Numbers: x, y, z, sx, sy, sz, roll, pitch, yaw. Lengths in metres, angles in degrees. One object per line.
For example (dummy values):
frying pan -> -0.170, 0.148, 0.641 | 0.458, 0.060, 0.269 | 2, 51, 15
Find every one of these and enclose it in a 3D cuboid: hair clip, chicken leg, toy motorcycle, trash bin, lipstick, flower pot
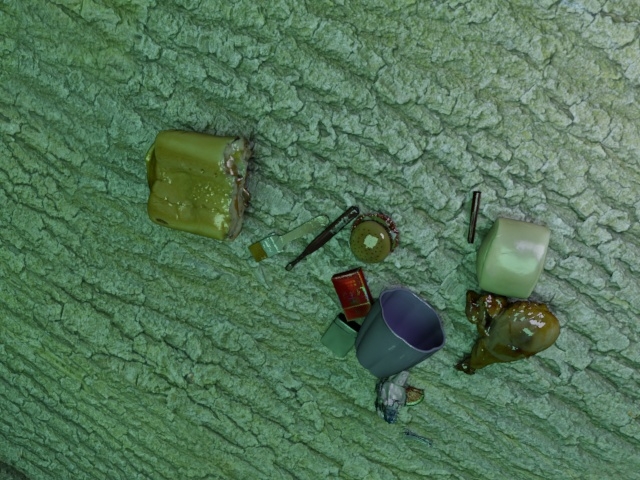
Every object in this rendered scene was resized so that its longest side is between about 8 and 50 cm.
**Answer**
hair clip -> 0.369, 0.757, 2.010 | 0.115, 0.039, 0.030 | 19, 117, 8
chicken leg -> 0.564, 0.300, 1.754 | 0.295, 0.182, 0.409 | 44, 131, 10
toy motorcycle -> 0.261, 0.563, 1.891 | 0.108, 0.204, 0.239 | 5, 114, -2
trash bin -> 0.079, 0.350, 1.952 | 0.116, 0.059, 0.130 | 36, 115, 5
lipstick -> 0.493, -0.072, 1.704 | 0.027, 0.027, 0.176 | 8, 111, 15
flower pot -> 0.246, 0.328, 1.807 | 0.265, 0.265, 0.243 | 39, 126, 2

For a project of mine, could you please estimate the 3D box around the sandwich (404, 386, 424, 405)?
sandwich -> 0.339, 0.579, 1.967 | 0.101, 0.026, 0.069 | -42, 88, 21

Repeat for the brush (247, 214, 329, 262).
brush -> -0.112, -0.013, 1.913 | 0.337, 0.020, 0.085 | -24, 99, 22

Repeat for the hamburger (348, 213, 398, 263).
hamburger -> 0.169, 0.000, 1.767 | 0.175, 0.137, 0.175 | 7, 111, 18

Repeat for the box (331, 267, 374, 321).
box -> 0.119, 0.194, 1.893 | 0.112, 0.048, 0.175 | -18, 102, 21

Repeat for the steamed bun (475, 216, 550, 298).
steamed bun -> 0.592, 0.060, 1.645 | 0.200, 0.155, 0.250 | 15, 108, 12

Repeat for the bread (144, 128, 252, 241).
bread -> -0.421, -0.209, 1.826 | 0.395, 0.250, 0.360 | 13, 108, 17

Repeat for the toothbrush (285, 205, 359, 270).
toothbrush -> 0.000, 0.000, 1.873 | 0.364, 0.041, 0.041 | -41, 92, 25
